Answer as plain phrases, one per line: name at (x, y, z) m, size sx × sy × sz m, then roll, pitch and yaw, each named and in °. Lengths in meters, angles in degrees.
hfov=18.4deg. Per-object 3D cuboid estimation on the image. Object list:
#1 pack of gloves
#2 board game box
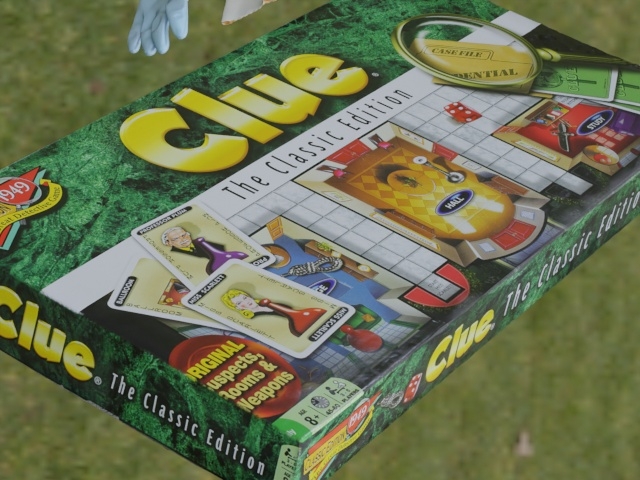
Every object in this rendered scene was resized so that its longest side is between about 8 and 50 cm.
pack of gloves at (-0.106, -0.283, 1.871) m, size 0.046 × 0.195 × 0.232 m, roll 47°, pitch 32°, yaw -35°
board game box at (0.010, -0.017, 0.610) m, size 0.260 × 0.136 × 0.030 m, roll -35°, pitch 142°, yaw -48°
